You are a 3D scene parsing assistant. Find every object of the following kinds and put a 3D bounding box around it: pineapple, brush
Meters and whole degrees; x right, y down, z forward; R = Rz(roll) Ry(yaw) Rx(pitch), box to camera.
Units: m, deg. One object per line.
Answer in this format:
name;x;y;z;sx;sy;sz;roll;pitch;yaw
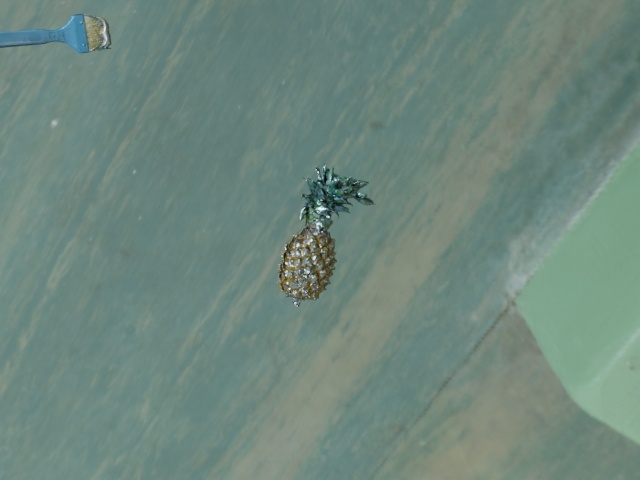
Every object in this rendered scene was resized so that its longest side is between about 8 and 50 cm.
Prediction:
pineapple;0.000;0.000;1.399;0.103;0.083;0.221;27;104;32
brush;-0.353;-0.265;1.226;0.164;0.014;0.051;-13;96;-29
